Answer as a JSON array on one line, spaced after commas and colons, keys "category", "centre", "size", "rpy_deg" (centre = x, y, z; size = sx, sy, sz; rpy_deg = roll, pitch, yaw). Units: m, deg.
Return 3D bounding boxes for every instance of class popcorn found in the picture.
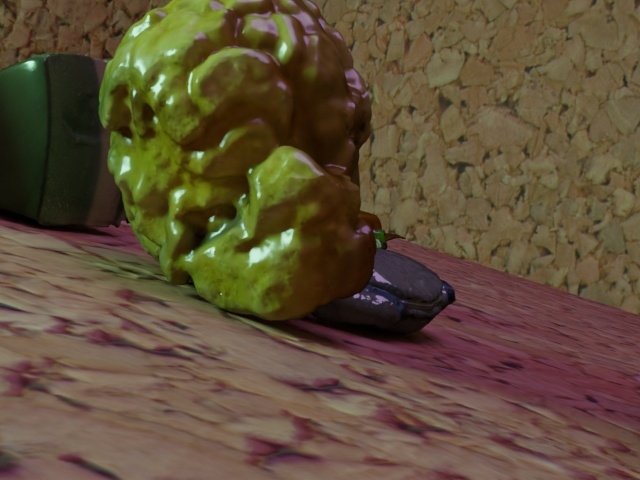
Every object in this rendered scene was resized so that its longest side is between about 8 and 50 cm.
[{"category": "popcorn", "centre": [-0.070, -0.066, 0.948], "size": [0.225, 0.265, 0.332], "rpy_deg": [-6, 55, -29]}]

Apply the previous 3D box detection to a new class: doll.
[{"category": "doll", "centre": [0.061, 0.047, 1.034], "size": [0.104, 0.071, 0.214], "rpy_deg": [16, 8, 29]}]

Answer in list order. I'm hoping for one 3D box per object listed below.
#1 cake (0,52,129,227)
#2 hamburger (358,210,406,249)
[{"category": "cake", "centre": [-0.341, -0.131, 1.170], "size": [0.284, 0.172, 0.158], "rpy_deg": [16, 6, 25]}, {"category": "hamburger", "centre": [0.001, 0.000, 1.310], "size": [0.164, 0.093, 0.189], "rpy_deg": [11, 5, -35]}]
